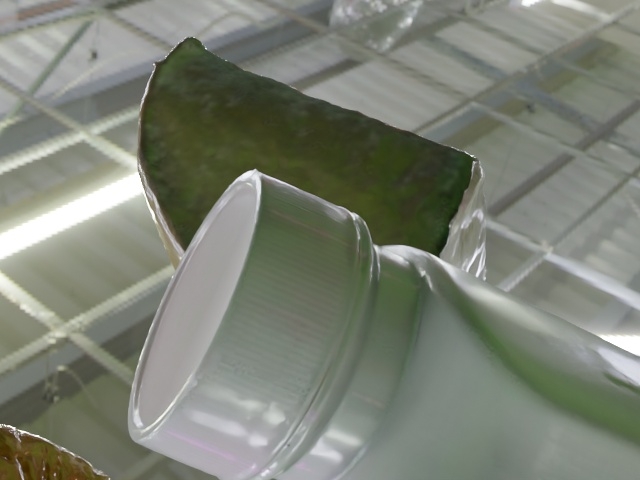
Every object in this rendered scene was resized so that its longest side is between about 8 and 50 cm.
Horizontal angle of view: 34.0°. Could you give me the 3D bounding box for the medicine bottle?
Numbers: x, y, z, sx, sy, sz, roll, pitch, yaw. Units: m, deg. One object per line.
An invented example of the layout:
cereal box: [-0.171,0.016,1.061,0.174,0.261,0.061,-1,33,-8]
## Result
medicine bottle: [0.080,0.082,0.412,0.296,0.111,0.161,27,-179,-19]

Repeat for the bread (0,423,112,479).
bread: [-0.231,0.227,0.721,0.143,0.149,0.158,35,-153,-50]

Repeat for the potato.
potato: [-0.028,0.024,0.706,0.264,0.211,0.189,26,-118,19]
